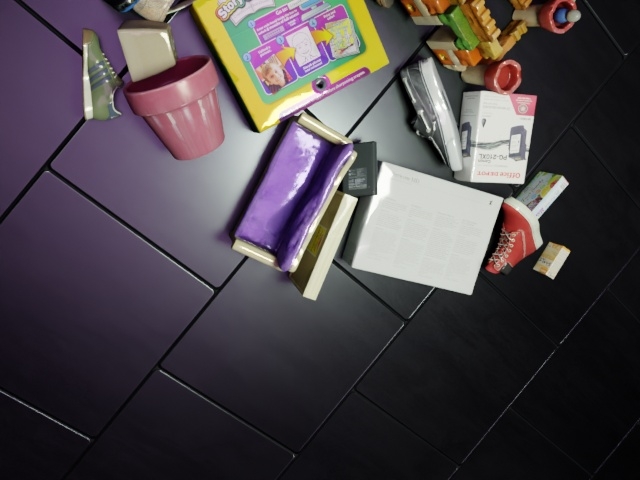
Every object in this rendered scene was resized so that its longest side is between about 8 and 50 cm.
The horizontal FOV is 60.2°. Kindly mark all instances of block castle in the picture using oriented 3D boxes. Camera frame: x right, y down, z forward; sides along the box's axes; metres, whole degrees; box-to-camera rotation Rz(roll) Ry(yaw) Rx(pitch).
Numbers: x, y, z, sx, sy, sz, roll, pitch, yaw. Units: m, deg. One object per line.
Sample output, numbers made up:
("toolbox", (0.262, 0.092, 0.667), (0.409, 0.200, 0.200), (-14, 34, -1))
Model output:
("block castle", (0.393, -0.595, 1.293), (0.303, 0.213, 0.453), (-48, 123, -2))

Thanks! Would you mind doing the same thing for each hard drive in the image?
("hard drive", (0.098, -0.180, 1.399), (0.022, 0.094, 0.135), (2, 86, -58))

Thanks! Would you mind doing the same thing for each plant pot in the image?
("plant pot", (-0.365, -0.416, 1.187), (0.096, 0.109, 0.109), (-10, 124, -3))
("plant pot", (-0.304, -0.287, 1.225), (0.201, 0.201, 0.180), (-26, 125, -9))

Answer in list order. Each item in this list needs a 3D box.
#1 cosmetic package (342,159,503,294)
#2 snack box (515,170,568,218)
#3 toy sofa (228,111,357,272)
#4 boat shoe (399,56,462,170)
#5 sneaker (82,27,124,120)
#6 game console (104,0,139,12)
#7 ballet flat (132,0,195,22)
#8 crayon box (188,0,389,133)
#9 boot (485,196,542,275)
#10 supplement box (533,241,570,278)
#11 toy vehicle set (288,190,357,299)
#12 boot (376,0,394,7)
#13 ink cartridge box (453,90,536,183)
("cosmetic package", (0.277, -0.033, 1.497), (0.376, 0.097, 0.285), (14, 100, -19))
("snack box", (0.620, -0.128, 1.572), (0.037, 0.100, 0.141), (42, 88, -22))
("toy sofa", (-0.073, -0.115, 1.332), (0.150, 0.177, 0.363), (26, 95, -21))
("boat shoe", (0.287, -0.314, 1.433), (0.102, 0.108, 0.301), (-16, 111, 25))
("sneaker", (-0.479, -0.361, 1.218), (0.086, 0.064, 0.192), (-1, 104, -24))
("game console", (-0.390, -0.646, 1.118), (0.293, 0.250, 0.173), (-46, 136, -1))
("ballet flat", (-0.280, -0.597, 1.208), (0.316, 0.107, 0.106), (-42, 129, 3))
("crayon box", (-0.067, -0.475, 1.285), (0.362, 0.106, 0.313), (-30, 108, -8))
("boot", (0.524, 0.001, 1.554), (0.176, 0.088, 0.244), (-42, 134, -1))
("supplement box", (0.694, 0.059, 1.659), (0.036, 0.062, 0.099), (29, 93, -21))
("toy vehicle set", (0.000, 0.000, 1.386), (0.035, 0.166, 0.267), (20, 97, -20))
("boot", (0.106, -0.702, 1.299), (0.112, 0.115, 0.306), (-55, 136, -44))
("ink cartridge box", (0.469, -0.275, 1.492), (0.171, 0.100, 0.238), (0, 103, -16))
